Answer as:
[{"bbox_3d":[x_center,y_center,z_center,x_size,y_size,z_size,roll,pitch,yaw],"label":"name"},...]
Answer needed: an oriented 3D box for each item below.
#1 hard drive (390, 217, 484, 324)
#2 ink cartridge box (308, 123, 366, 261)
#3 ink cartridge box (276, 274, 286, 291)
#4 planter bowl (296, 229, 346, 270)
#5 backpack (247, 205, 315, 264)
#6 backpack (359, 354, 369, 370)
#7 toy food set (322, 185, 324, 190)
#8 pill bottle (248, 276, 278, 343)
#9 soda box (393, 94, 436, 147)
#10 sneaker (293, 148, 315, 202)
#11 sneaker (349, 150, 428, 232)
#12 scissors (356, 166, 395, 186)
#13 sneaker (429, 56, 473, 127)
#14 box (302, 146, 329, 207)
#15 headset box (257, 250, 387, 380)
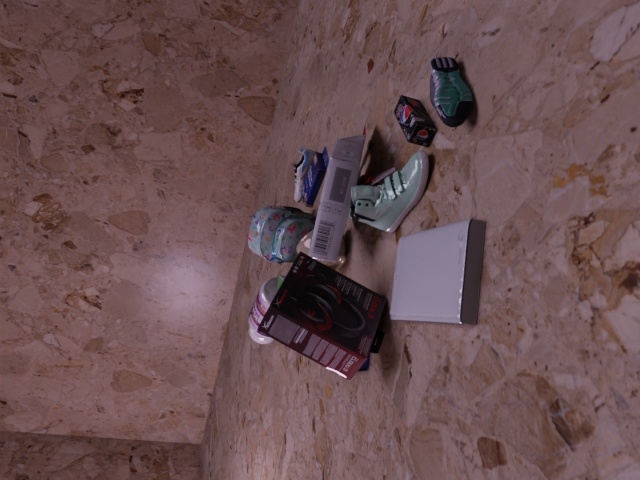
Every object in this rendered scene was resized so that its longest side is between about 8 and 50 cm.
[{"bbox_3d":[0.241,0.075,1.186,0.307,0.040,0.203,159,120,-71],"label":"hard drive"},{"bbox_3d":[0.057,-0.162,1.631,0.385,0.091,0.309,-77,-1,-61],"label":"ink cartridge box"},{"bbox_3d":[-0.093,0.187,2.088,0.209,0.108,0.062,-154,74,-73],"label":"ink cartridge box"},{"bbox_3d":[0.018,0.039,1.779,0.109,0.162,0.162,58,143,25],"label":"planter bowl"},{"bbox_3d":[-0.151,-0.020,2.165,0.191,0.253,0.225,28,106,52],"label":"backpack"},{"bbox_3d":[0.061,0.303,1.497,0.098,0.120,0.101,137,140,-64],"label":"backpack"},{"bbox_3d":[0.020,-0.179,2.093,0.122,0.019,0.078,-103,29,-53],"label":"toy food set"},{"bbox_3d":[-0.204,0.301,2.282,0.302,0.169,0.169,117,157,-44],"label":"pill bottle"},{"bbox_3d":[0.236,-0.304,1.393,0.169,0.060,0.053,-101,28,-51],"label":"soda box"},{"bbox_3d":[-0.087,-0.284,2.396,0.085,0.086,0.238,-131,52,-67],"label":"sneaker"},{"bbox_3d":[0.161,-0.127,1.375,0.094,0.150,0.256,-95,24,-45],"label":"sneaker"},{"bbox_3d":[0.156,-0.187,1.650,0.297,0.021,0.109,129,149,-61],"label":"scissors"},{"bbox_3d":[0.289,-0.314,1.241,0.098,0.083,0.224,88,-176,-52],"label":"sneaker"},{"bbox_3d":[-0.022,-0.265,2.261,0.137,0.036,0.225,-100,28,-50],"label":"box"},{"bbox_3d":[0.023,0.192,1.383,0.110,0.293,0.218,-61,0,42],"label":"headset box"}]
